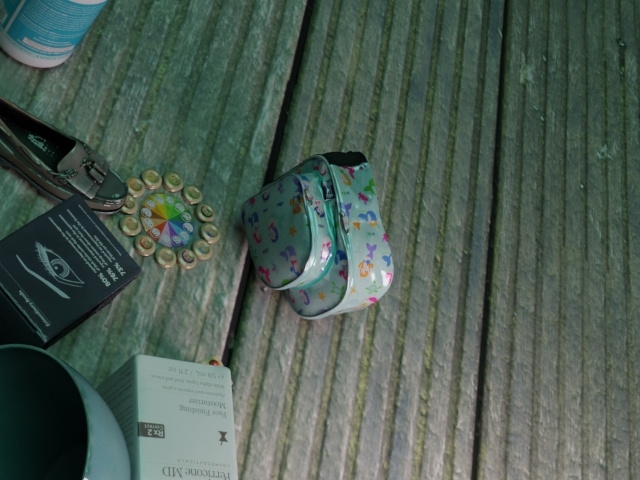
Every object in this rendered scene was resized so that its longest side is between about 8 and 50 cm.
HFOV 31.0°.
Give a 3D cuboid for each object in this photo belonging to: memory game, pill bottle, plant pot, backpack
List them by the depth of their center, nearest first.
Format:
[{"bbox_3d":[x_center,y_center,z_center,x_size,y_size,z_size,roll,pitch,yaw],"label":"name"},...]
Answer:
[{"bbox_3d":[-0.346,0.294,1.416,0.195,0.290,0.290,41,35,-55],"label":"plant pot"},{"bbox_3d":[-0.404,-0.396,1.793,0.146,0.264,0.146,20,53,-28],"label":"pill bottle"},{"bbox_3d":[-0.245,-0.036,1.862,0.186,0.012,0.186,20,53,-28],"label":"memory game"},{"bbox_3d":[0.000,0.000,1.883,0.191,0.225,0.253,-14,82,-39],"label":"backpack"}]

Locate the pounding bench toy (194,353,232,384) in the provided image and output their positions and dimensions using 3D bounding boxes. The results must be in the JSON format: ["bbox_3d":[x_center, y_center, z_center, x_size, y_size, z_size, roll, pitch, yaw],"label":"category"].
[{"bbox_3d":[-0.165,0.222,1.719,0.052,0.065,0.083,-21,77,-44],"label":"pounding bench toy"}]

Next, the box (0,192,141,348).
[{"bbox_3d":[-0.384,0.055,1.627,0.153,0.108,0.207,51,45,0],"label":"box"}]

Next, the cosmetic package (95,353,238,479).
[{"bbox_3d":[-0.217,0.275,1.583,0.151,0.151,0.183,12,56,-32],"label":"cosmetic package"}]

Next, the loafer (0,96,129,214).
[{"bbox_3d":[-0.405,-0.128,1.743,0.267,0.084,0.096,29,49,-18],"label":"loafer"}]
